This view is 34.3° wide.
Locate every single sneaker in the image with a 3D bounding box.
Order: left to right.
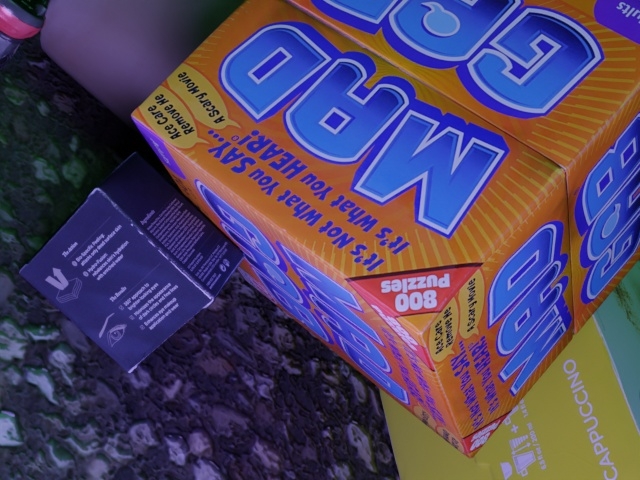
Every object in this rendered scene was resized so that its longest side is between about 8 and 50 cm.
[{"bbox_3d":[-0.379,-0.262,1.165,0.098,0.135,0.276,39,12,-29],"label":"sneaker"}]

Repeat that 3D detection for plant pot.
[{"bbox_3d":[-0.168,-0.247,1.248,0.280,0.323,0.323,27,38,-6],"label":"plant pot"}]

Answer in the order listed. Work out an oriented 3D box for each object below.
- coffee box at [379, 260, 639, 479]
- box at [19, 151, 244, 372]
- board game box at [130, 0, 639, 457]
[{"bbox_3d":[0.320,0.245,1.280,0.334,0.338,0.337,19,44,-38],"label":"coffee box"},{"bbox_3d":[-0.192,0.024,1.059,0.158,0.156,0.093,44,34,-9],"label":"box"},{"bbox_3d":[0.107,-0.069,1.041,0.356,0.356,0.356,37,-13,28],"label":"board game box"}]
